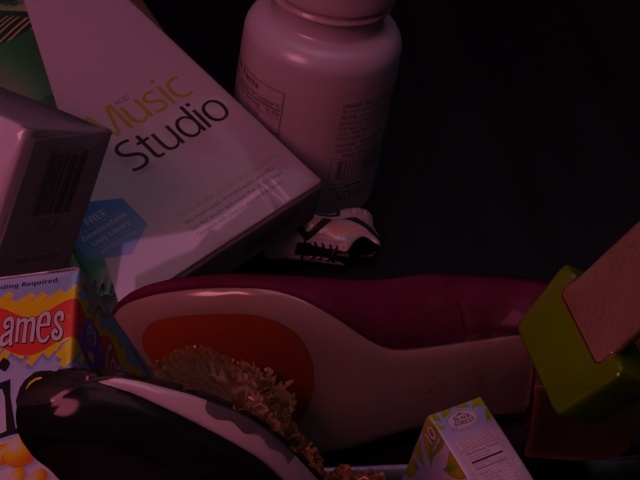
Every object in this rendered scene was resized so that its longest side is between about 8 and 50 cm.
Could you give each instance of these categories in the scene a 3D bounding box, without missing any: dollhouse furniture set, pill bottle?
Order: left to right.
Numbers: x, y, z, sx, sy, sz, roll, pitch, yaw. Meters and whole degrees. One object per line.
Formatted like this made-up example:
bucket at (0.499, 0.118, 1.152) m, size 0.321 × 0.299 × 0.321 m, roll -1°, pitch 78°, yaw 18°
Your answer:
pill bottle at (-0.003, -0.139, 1.215) m, size 0.131 × 0.229 × 0.131 m, roll 7°, pitch 38°, yaw -5°
dollhouse furniture set at (0.303, 0.108, 0.943) m, size 0.301 × 0.151 × 0.198 m, roll 21°, pitch 33°, yaw -35°

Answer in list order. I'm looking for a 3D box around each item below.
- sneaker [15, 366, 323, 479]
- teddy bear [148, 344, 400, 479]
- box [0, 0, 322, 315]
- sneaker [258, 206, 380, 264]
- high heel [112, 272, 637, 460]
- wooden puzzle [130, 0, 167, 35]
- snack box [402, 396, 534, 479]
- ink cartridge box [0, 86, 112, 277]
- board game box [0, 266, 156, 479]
sneaker at (-0.042, 0.175, 0.707) m, size 0.283 × 0.107 × 0.124 m, roll 43°, pitch 52°, yaw -28°
teddy bear at (-0.012, 0.216, 0.894) m, size 0.338 × 0.113 × 0.245 m, roll 33°, pitch 50°, yaw 15°
box at (-0.190, -0.080, 1.156) m, size 0.232 × 0.058 × 0.322 m, roll -35°, pitch 66°, yaw -31°
sneaker at (0.000, 0.000, 1.196) m, size 0.109 × 0.040 × 0.044 m, roll -9°, pitch 45°, yaw -22°
high heel at (0.043, 0.069, 1.083) m, size 0.377 × 0.127 × 0.181 m, roll 13°, pitch 25°, yaw -2°
wooden puzzle at (-0.313, -0.179, 1.324) m, size 0.322 × 0.081 × 0.348 m, roll -11°, pitch 48°, yaw -24°
snack box at (0.081, 0.163, 0.793) m, size 0.037 × 0.141 × 0.100 m, roll -17°, pitch 57°, yaw -23°
ink cartridge box at (-0.340, -0.002, 1.014) m, size 0.309 × 0.272 × 0.130 m, roll 22°, pitch 9°, yaw 14°
board game box at (-0.174, 0.173, 0.768) m, size 0.142 × 0.144 × 0.275 m, roll -8°, pitch 58°, yaw 9°
